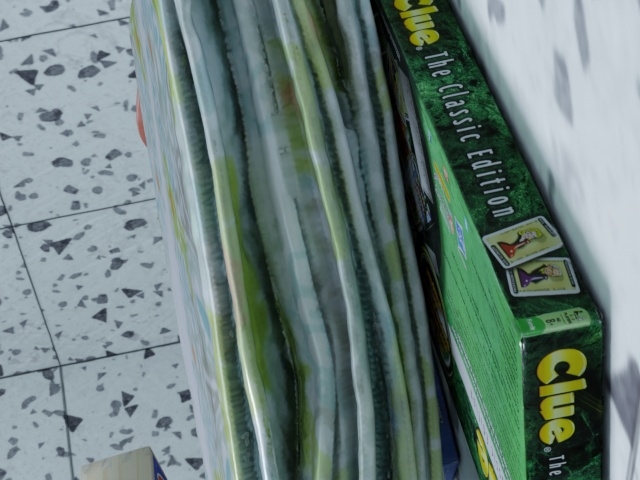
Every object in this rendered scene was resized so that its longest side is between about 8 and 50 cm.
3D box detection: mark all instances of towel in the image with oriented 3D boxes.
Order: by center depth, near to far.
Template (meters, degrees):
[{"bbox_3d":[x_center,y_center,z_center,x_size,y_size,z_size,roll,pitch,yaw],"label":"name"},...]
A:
[{"bbox_3d":[-0.023,0.018,0.756,0.374,0.090,0.321,-172,74,-81],"label":"towel"}]

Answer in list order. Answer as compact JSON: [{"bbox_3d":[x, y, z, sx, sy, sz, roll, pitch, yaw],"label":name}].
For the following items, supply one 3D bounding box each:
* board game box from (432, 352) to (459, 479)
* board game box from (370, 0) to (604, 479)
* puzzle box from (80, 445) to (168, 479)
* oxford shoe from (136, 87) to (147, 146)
[{"bbox_3d":[0.036,0.085,0.952,0.243,0.042,0.165,90,168,-70],"label":"board game box"},{"bbox_3d":[0.052,-0.002,0.580,0.260,0.030,0.136,-106,8,-50],"label":"board game box"},{"bbox_3d":[-0.059,0.365,1.043,0.272,0.052,0.409,-103,-6,-50],"label":"puzzle box"},{"bbox_3d":[-0.074,-0.133,1.249,0.397,0.140,0.147,91,172,-68],"label":"oxford shoe"}]
